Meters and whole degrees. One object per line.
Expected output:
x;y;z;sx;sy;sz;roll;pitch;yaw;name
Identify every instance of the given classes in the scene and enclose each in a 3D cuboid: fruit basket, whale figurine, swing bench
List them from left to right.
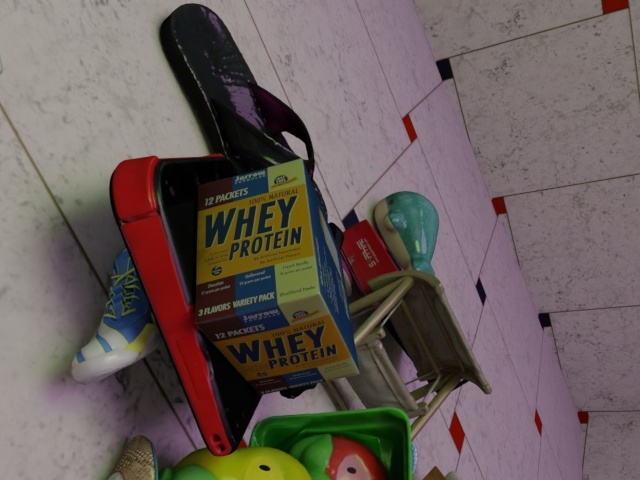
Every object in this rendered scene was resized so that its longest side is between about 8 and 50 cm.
-0.024;0.375;0.756;0.392;0.282;0.392;-9;90;-76;fruit basket
0.131;0.216;1.058;0.254;0.165;0.253;-33;113;-13;swing bench
0.236;-0.009;1.452;0.216;0.141;0.272;45;22;-41;whale figurine

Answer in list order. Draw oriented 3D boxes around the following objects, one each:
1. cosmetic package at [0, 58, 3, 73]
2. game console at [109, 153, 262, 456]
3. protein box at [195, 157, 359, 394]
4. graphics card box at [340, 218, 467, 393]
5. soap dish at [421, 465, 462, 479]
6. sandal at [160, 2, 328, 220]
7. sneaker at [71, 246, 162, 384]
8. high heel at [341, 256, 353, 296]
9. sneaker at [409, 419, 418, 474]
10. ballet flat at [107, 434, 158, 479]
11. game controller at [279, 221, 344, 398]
-0.357;-0.149;0.456;0.085;0.231;0.117;-3;77;-60;cosmetic package
-0.140;0.050;0.799;0.386;0.060;0.342;-56;131;-79;game console
-0.049;0.049;0.724;0.201;0.135;0.200;66;12;-51;protein box
0.181;0.150;1.288;0.371;0.094;0.233;54;6;-33;graphics card box
0.294;0.651;1.215;0.229;0.118;0.291;-149;-141;-83;soap dish
-0.107;-0.193;0.992;0.446;0.107;0.167;58;43;-15;sandal
-0.235;0.076;0.713;0.126;0.091;0.240;61;18;-4;sneaker
0.000;0.000;1.163;0.244;0.082;0.117;48;38;-24;high heel
0.154;0.421;1.248;0.073;0.063;0.162;8;64;-40;sneaker
-0.216;0.319;0.638;0.067;0.073;0.206;14;60;-41;ballet flat
-0.012;0.101;0.960;0.319;0.067;0.167;-82;-174;-58;game controller
